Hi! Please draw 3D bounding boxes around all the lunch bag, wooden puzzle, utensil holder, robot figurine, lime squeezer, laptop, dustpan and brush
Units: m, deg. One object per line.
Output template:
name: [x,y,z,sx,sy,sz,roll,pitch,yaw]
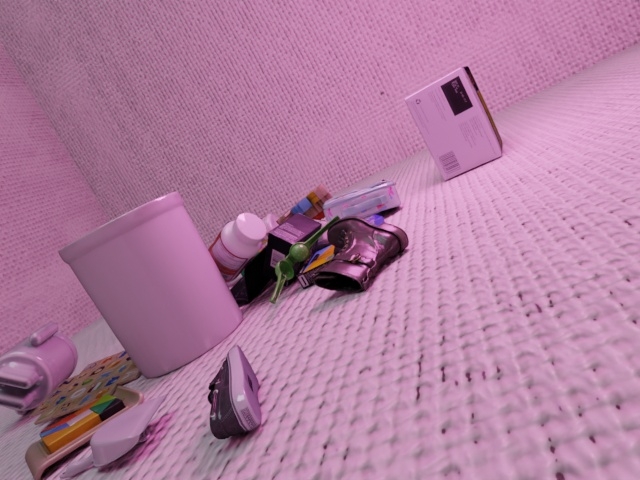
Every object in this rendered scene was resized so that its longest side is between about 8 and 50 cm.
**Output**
lunch bag: [0.147,-0.133,1.729,0.279,0.108,0.224,-20,2,4]
wooden puzzle: [-0.518,0.399,1.057,0.238,0.044,0.221,-35,11,-35]
utensil holder: [-0.428,0.115,1.285,0.327,0.386,0.327,-28,8,4]
robot figurine: [-0.942,0.424,1.615,0.353,0.199,0.300,-118,48,-78]
lime squeezer: [-0.064,0.045,1.295,0.310,0.059,0.110,-52,3,-28]
laptop: [-0.208,0.073,1.529,0.264,0.137,0.234,-7,32,46]
dustpan and brush: [-0.369,0.357,0.850,0.211,0.060,0.147,-21,8,3]

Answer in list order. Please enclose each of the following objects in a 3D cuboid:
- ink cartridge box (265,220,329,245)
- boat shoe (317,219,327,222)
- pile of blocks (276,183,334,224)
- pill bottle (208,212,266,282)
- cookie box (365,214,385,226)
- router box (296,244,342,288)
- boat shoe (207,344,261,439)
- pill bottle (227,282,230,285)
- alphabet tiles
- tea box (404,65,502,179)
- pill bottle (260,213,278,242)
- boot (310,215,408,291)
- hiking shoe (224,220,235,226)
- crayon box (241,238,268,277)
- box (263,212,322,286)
ink cartridge box: [0.000,0.000,1.686,0.261,0.066,0.296,-1,-12,-43]
boat shoe: [0.016,-0.053,1.924,0.064,0.060,0.178,-22,5,0]
pile of blocks: [-0.059,-0.103,1.938,0.149,0.113,0.362,-45,7,-32]
pill bottle: [-0.245,0.020,1.401,0.216,0.121,0.121,-46,-4,39]
cookie box: [0.151,-0.042,1.536,0.091,0.040,0.107,-28,9,-3]
router box: [0.015,0.060,1.350,0.133,0.046,0.179,-26,10,15]
boat shoe: [-0.141,0.236,0.761,0.076,0.080,0.228,-27,16,-6]
pill bottle: [-0.425,0.163,1.575,0.301,0.169,0.169,-34,4,36]
alphabet tiles: [-0.636,0.397,1.389,0.342,0.011,0.285,-22,15,9]
tea box: [0.501,-0.438,1.791,0.220,0.329,0.323,-24,9,28]
pill bottle: [-0.322,0.000,2.335,0.283,0.161,0.161,-26,9,14]
boot: [0.057,0.034,1.145,0.263,0.091,0.229,4,32,45]
hiking shoe: [-0.355,0.074,1.965,0.132,0.113,0.304,16,-80,-58]
crayon box: [-0.210,0.050,1.975,0.165,0.081,0.278,-25,9,20]
box: [-0.083,0.026,1.443,0.093,0.156,0.158,26,35,20]
